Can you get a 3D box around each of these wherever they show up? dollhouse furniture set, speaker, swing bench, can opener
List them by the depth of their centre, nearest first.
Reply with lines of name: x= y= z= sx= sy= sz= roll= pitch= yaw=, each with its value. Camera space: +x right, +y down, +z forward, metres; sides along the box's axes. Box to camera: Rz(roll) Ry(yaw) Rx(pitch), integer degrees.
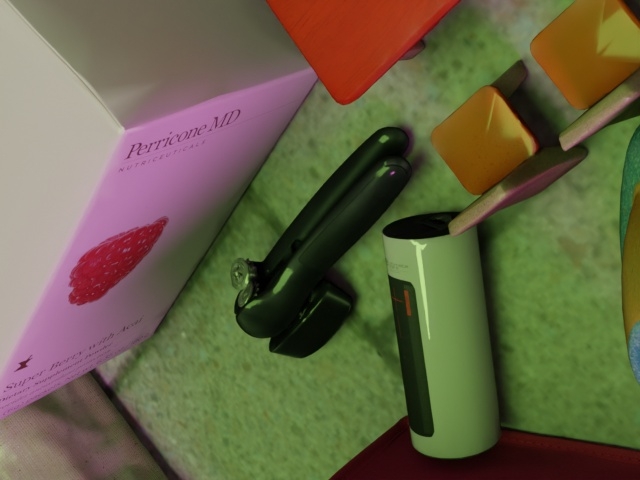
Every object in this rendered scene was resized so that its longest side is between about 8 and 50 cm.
dollhouse furniture set: x=0.064 y=-0.164 z=0.458 sx=0.262 sy=0.135 sz=0.259 roll=55 pitch=131 yaw=7
speaker: x=0.071 y=0.053 z=0.597 sx=0.055 sy=0.055 sz=0.136 roll=4 pitch=110 yaw=37
can opener: x=0.000 y=0.000 z=0.640 sx=0.186 sy=0.073 sz=0.059 roll=-56 pitch=33 yaw=35
swing bench: x=-0.272 y=0.218 z=0.862 sx=0.253 sy=0.165 sz=0.254 roll=50 pitch=130 yaw=12

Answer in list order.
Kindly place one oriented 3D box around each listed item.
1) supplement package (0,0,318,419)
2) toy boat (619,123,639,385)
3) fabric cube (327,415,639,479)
supplement package: x=-0.167 y=-0.049 z=0.659 sx=0.175 sy=0.177 sz=0.293 roll=47 pitch=130 yaw=13
toy boat: x=0.186 y=0.015 z=0.352 sx=0.318 sy=0.148 sz=0.267 roll=96 pitch=159 yaw=-57
fabric cube: x=0.099 y=0.274 z=0.530 sx=0.254 sy=0.259 sz=0.258 roll=4 pitch=110 yaw=38
